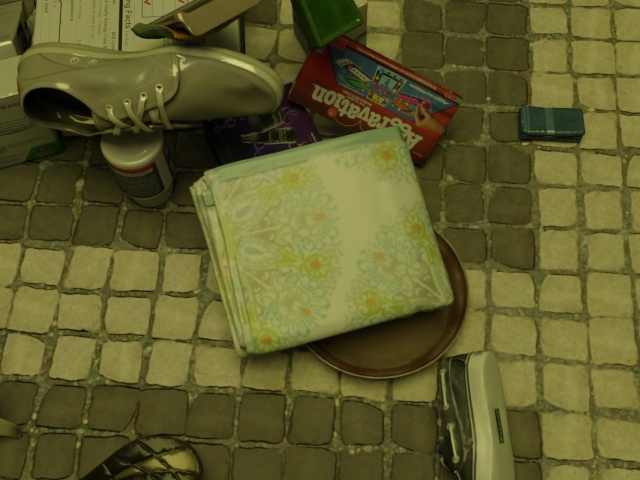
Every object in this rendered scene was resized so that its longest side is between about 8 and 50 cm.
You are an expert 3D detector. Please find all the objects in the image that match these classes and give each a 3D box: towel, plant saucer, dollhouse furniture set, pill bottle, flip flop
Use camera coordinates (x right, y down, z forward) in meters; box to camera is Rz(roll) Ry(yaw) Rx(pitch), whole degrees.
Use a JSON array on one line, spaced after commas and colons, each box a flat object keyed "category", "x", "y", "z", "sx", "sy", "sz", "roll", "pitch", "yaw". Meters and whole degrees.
[{"category": "towel", "x": 0.432, "y": -0.219, "z": 1.739, "sx": 0.119, "sy": 0.029, "sz": 0.067, "roll": 2, "pitch": 66, "yaw": 3}, {"category": "plant saucer", "x": 0.097, "y": 0.093, "z": 1.593, "sx": 0.310, "sy": 0.050, "sz": 0.311, "roll": -1, "pitch": 66, "yaw": 1}, {"category": "towel", "x": 0.000, "y": 0.000, "z": 1.532, "sx": 0.374, "sy": 0.090, "sz": 0.321, "roll": -14, "pitch": 82, "yaw": -7}, {"category": "dollhouse furniture set", "x": -0.120, "y": -0.348, "z": 1.509, "sx": 0.301, "sy": 0.197, "sz": 0.151, "roll": -34, "pitch": 112, "yaw": -23}, {"category": "pill bottle", "x": -0.314, "y": -0.134, "z": 1.634, "sx": 0.108, "sy": 0.180, "sz": 0.108, "roll": -1, "pitch": 65, "yaw": 1}, {"category": "flip flop", "x": -0.311, "y": 0.395, "z": 1.455, "sx": 0.277, "sy": 0.080, "sz": 0.112, "roll": -32, "pitch": 72, "yaw": 4}]

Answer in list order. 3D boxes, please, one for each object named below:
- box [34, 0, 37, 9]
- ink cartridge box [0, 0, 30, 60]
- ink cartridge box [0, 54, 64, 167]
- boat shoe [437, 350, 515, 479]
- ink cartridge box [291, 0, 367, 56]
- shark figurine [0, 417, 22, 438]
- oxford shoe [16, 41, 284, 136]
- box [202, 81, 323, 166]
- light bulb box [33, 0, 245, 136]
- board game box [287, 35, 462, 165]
[{"category": "box", "x": -0.554, "y": -0.510, "z": 1.903, "sx": 0.067, "sy": 0.018, "sz": 0.083, "roll": -13, "pitch": 65, "yaw": -4}, {"category": "ink cartridge box", "x": -0.643, "y": -0.376, "z": 1.764, "sx": 0.165, "sy": 0.065, "sz": 0.333, "roll": -15, "pitch": 30, "yaw": -5}, {"category": "ink cartridge box", "x": -0.567, "y": -0.225, "z": 1.667, "sx": 0.153, "sy": 0.208, "sz": 0.087, "roll": -15, "pitch": 66, "yaw": -6}, {"category": "boat shoe", "x": 0.235, "y": 0.327, "z": 1.459, "sx": 0.102, "sy": 0.108, "sz": 0.301, "roll": -13, "pitch": 75, "yaw": 31}, {"category": "ink cartridge box", "x": 0.015, "y": -0.415, "z": 1.734, "sx": 0.092, "sy": 0.219, "sz": 0.160, "roll": -24, "pitch": 67, "yaw": -10}, {"category": "shark figurine", "x": -0.607, "y": 0.323, "z": 1.496, "sx": 0.278, "sy": 0.166, "sz": 0.116, "roll": -51, "pitch": 47, "yaw": -1}, {"category": "oxford shoe", "x": -0.280, "y": -0.227, "z": 1.488, "sx": 0.449, "sy": 0.169, "sz": 0.130, "roll": 4, "pitch": 58, "yaw": 9}, {"category": "box", "x": -0.079, "y": -0.130, "z": 1.673, "sx": 0.184, "sy": 0.103, "sz": 0.261, "roll": -24, "pitch": 67, "yaw": -7}, {"category": "light bulb box", "x": -0.323, "y": -0.408, "z": 1.737, "sx": 0.361, "sy": 0.225, "sz": 0.358, "roll": -3, "pitch": 65, "yaw": -1}, {"category": "board game box", "x": 0.097, "y": -0.256, "z": 1.659, "sx": 0.281, "sy": 0.145, "sz": 0.027, "roll": 24, "pitch": 24, "yaw": -13}]
